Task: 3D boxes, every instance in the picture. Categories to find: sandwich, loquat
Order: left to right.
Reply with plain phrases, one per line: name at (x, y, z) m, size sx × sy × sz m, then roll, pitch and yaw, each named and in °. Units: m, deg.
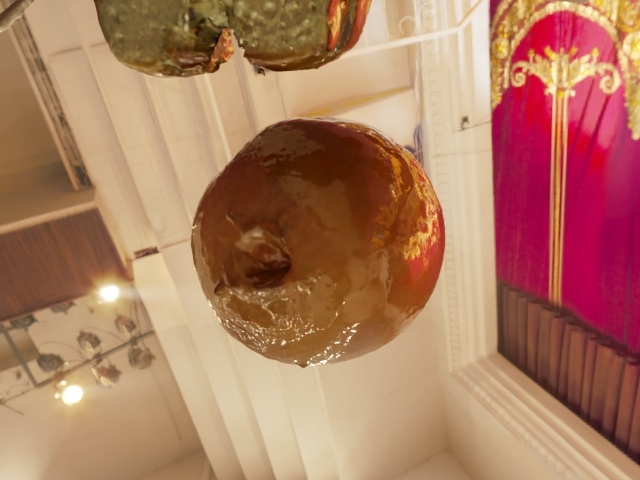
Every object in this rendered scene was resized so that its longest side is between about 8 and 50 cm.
sandwich at (-0.088, -0.269, 0.416) m, size 0.273 × 0.248 × 0.095 m, roll 6°, pitch -154°, yaw 25°
loquat at (0.000, 0.000, 0.628) m, size 0.329 × 0.328 × 0.328 m, roll -9°, pitch -154°, yaw 5°

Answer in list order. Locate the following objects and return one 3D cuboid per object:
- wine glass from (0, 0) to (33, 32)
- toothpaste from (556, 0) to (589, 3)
wine glass at (-0.281, -0.135, 0.370) m, size 0.262 × 0.074 × 0.074 m, roll -42°, pitch -151°, yaw 0°
toothpaste at (0.350, -0.462, 0.839) m, size 0.337 × 0.067 × 0.081 m, roll -11°, pitch -126°, yaw -27°
